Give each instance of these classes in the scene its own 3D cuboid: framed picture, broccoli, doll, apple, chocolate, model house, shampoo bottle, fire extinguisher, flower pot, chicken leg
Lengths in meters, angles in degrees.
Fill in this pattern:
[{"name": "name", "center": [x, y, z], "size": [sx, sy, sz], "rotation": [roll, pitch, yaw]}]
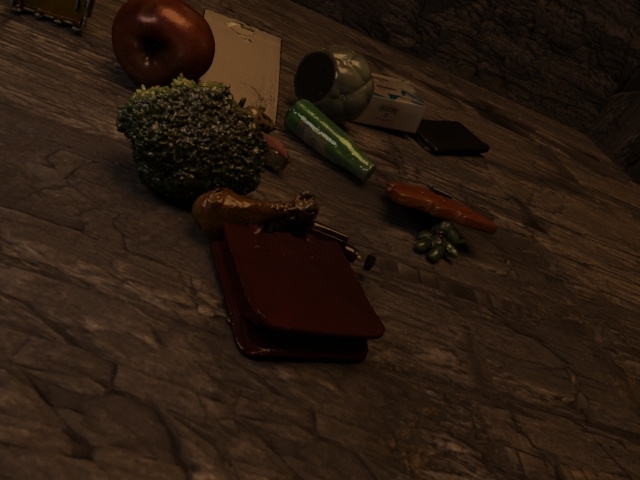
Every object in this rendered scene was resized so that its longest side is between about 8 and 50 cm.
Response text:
[{"name": "framed picture", "center": [-0.226, -0.480, 1.661], "size": [0.244, 0.013, 0.324], "rotation": [14, 64, -25]}, {"name": "broccoli", "center": [-0.239, -0.198, 1.176], "size": [0.288, 0.235, 0.260], "rotation": [58, 22, -23]}, {"name": "doll", "center": [-0.198, -0.317, 1.531], "size": [0.179, 0.102, 0.089], "rotation": [15, -7, -21]}, {"name": "apple", "center": [-0.391, -0.502, 1.503], "size": [0.253, 0.254, 0.254], "rotation": [21, 30, -13]}, {"name": "doll", "center": [0.294, 0.000, 1.462], "size": [0.115, 0.078, 0.150], "rotation": [28, 39, 22]}, {"name": "chocolate", "center": [0.030, -0.268, 1.633], "size": [0.291, 0.110, 0.110], "rotation": [42, 32, 18]}, {"name": "model house", "center": [-0.694, -0.699, 1.579], "size": [0.198, 0.224, 0.215], "rotation": [14, 36, -20]}, {"name": "shampoo bottle", "center": [0.001, -0.002, 1.211], "size": [0.236, 0.067, 0.068], "rotation": [25, 9, -4]}, {"name": "fire extinguisher", "center": [0.352, -0.141, 1.771], "size": [0.083, 0.025, 0.038], "rotation": [25, 53, -6]}, {"name": "flower pot", "center": [0.046, -0.479, 1.833], "size": [0.195, 0.246, 0.246], "rotation": [4, 37, -48]}, {"name": "chicken leg", "center": [-0.118, -0.052, 1.125], "size": [0.251, 0.107, 0.087], "rotation": [-7, 61, -20]}]

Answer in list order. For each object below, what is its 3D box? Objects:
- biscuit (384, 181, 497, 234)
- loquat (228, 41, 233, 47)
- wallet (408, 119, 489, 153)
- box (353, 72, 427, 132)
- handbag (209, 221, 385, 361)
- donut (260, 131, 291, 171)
[{"name": "biscuit", "center": [0.315, -0.092, 1.552], "size": [0.306, 0.043, 0.284], "rotation": [24, 13, 15]}, {"name": "loquat", "center": [-0.286, -0.530, 1.738], "size": [0.141, 0.141, 0.141], "rotation": [21, 30, -13]}, {"name": "wallet", "center": [0.470, -0.389, 2.229], "size": [0.377, 0.051, 0.197], "rotation": [-9, 48, -45]}, {"name": "box", "center": [0.202, -0.489, 2.069], "size": [0.274, 0.116, 0.203], "rotation": [6, 37, -22]}, {"name": "handbag", "center": [-0.042, 0.084, 1.032], "size": [0.260, 0.084, 0.276], "rotation": [7, 35, -31]}, {"name": "donut", "center": [-0.158, -0.222, 1.429], "size": [0.166, 0.065, 0.117], "rotation": [16, 33, -23]}]
